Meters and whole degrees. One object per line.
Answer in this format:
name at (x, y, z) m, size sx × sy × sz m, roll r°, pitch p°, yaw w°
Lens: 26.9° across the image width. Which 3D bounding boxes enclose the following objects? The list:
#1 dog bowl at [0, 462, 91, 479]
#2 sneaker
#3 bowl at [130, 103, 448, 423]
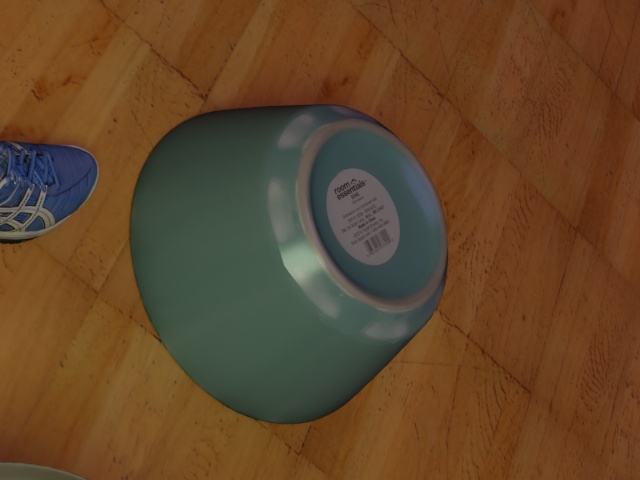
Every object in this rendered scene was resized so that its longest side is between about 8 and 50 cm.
dog bowl at (-0.219, 0.308, 0.794) m, size 0.102 × 0.349 × 0.349 m, roll 72°, pitch 30°, yaw -48°
sneaker at (-0.255, -0.041, 1.062) m, size 0.211 × 0.081 × 0.080 m, roll -18°, pitch 84°, yaw -47°
bowl at (0.000, 0.000, 1.227) m, size 0.311 × 0.163 × 0.311 m, roll 19°, pitch 61°, yaw -38°
